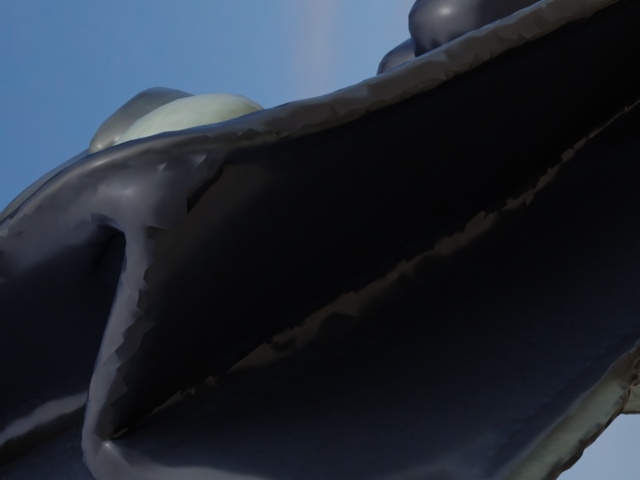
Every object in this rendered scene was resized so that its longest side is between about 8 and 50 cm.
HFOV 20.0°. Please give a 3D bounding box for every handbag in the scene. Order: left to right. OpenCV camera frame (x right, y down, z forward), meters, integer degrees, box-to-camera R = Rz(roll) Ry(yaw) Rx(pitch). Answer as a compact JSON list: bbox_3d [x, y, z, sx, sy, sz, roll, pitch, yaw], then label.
[{"bbox_3d":[0.000,0.000,0.492,0.325,0.269,0.118,-28,-88,-47],"label":"handbag"}]

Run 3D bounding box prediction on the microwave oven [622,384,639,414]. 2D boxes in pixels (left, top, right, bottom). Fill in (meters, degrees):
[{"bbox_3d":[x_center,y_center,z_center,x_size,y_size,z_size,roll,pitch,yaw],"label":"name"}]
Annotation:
[{"bbox_3d":[0.227,0.059,1.503,0.162,0.208,0.122,2,-78,-37],"label":"microwave oven"}]
